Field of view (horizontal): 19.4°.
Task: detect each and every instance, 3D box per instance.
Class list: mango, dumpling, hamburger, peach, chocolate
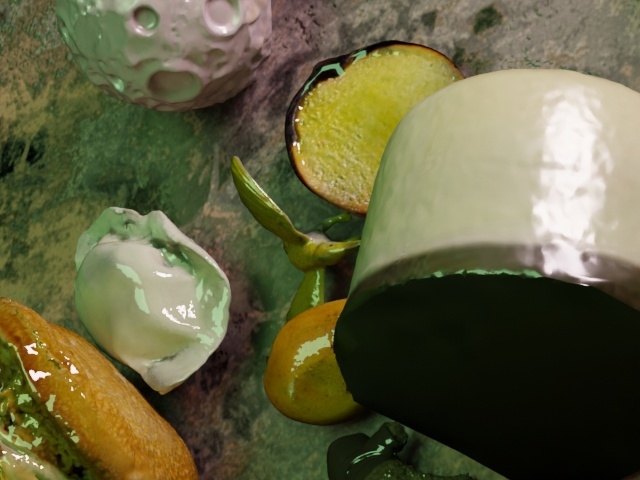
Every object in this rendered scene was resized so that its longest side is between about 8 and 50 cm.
[{"bbox_3d":[0.019,0.111,1.802,0.165,0.089,0.115,-41,93,17],"label":"mango"},{"bbox_3d":[-0.181,0.053,1.963,0.162,0.132,0.250,-55,49,14],"label":"dumpling"},{"bbox_3d":[-0.261,0.193,1.873,0.170,0.314,0.290,-41,66,4],"label":"hamburger"},{"bbox_3d":[0.080,-0.096,1.853,0.189,0.068,0.279,-51,48,2],"label":"peach"},{"bbox_3d":[0.198,0.007,1.581,0.314,0.326,0.297,-39,25,54],"label":"chocolate"}]

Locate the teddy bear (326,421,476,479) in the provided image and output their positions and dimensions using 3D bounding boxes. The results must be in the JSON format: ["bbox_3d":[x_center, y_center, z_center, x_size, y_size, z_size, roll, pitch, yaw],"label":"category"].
[{"bbox_3d":[0.059,0.231,1.740,0.160,0.078,0.119,26,95,40],"label":"teddy bear"}]

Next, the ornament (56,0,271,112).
[{"bbox_3d":[-0.168,-0.261,1.981,0.225,0.259,0.259,-2,66,-7],"label":"ornament"}]

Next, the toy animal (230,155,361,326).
[{"bbox_3d":[0.000,0.000,1.853,0.155,0.095,0.219,-16,103,34],"label":"toy animal"}]
